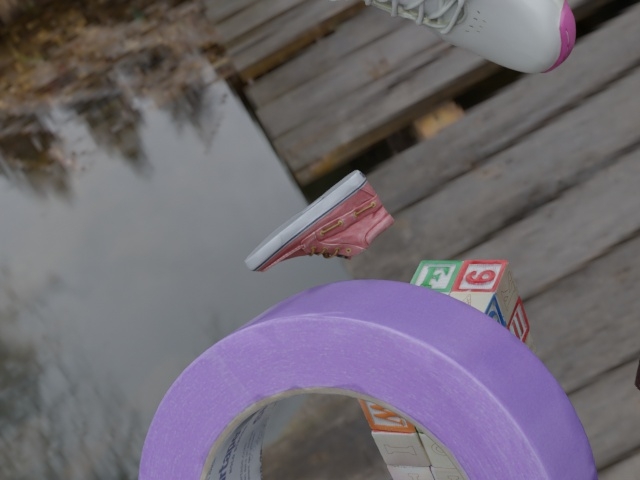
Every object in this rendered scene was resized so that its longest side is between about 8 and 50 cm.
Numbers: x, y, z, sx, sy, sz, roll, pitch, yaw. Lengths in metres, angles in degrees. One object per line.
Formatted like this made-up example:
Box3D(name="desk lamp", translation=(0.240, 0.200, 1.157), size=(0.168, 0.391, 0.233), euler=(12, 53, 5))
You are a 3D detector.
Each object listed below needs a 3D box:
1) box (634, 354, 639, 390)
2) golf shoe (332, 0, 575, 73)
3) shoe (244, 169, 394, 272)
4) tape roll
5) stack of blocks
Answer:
Box3D(name="box", translation=(0.397, 0.041, 1.261), size=(0.168, 0.203, 0.167), euler=(20, 37, 27))
Box3D(name="golf shoe", translation=(0.052, -0.213, 1.107), size=(0.140, 0.306, 0.115), euler=(-46, -13, -35))
Box3D(name="shoe", translation=(0.000, 0.000, 1.699), size=(0.178, 0.081, 0.063), euler=(-38, 8, -2))
Box3D(name="tape roll", translation=(0.028, 0.166, 0.878), size=(0.275, 0.274, 0.090), euler=(-16, 6, 25))
Box3D(name="stack of blocks", translation=(0.144, 0.183, 1.297), size=(0.087, 0.297, 0.171), euler=(0, 41, 29))
